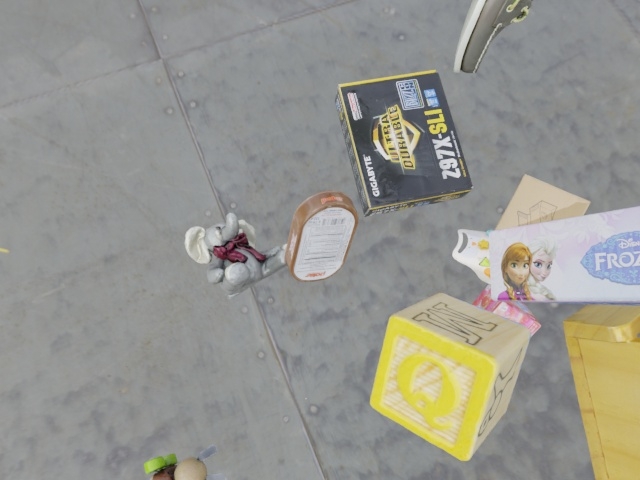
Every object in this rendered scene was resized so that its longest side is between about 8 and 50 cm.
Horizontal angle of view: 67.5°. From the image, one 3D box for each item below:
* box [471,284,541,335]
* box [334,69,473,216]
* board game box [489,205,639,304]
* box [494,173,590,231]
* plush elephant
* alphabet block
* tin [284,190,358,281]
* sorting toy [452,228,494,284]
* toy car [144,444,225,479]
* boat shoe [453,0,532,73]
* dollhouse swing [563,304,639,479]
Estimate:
[{"bbox_3d":[0.522,0.311,1.518,0.154,0.142,0.299,32,108,-8],"label":"box"},{"bbox_3d":[0.196,-0.237,1.159,0.257,0.079,0.321,-10,77,-9],"label":"box"},{"bbox_3d":[0.355,0.016,0.341,0.318,0.319,0.065,5,81,-25],"label":"board game box"},{"bbox_3d":[0.532,-0.039,1.176,0.165,0.021,0.201,29,102,19],"label":"box"},{"bbox_3d":[-0.279,0.029,1.549,0.272,0.330,0.255,-22,82,-38],"label":"plush elephant"},{"bbox_3d":[0.232,0.226,0.851,0.194,0.197,0.192,19,107,34],"label":"alphabet block"},{"bbox_3d":[0.000,0.000,0.803,0.106,0.189,0.040,-2,45,-18],"label":"tin"},{"bbox_3d":[0.235,0.013,0.705,0.075,0.044,0.083,15,63,10],"label":"sorting toy"},{"bbox_3d":[-0.352,0.636,1.294,0.189,0.149,0.155,-26,69,1],"label":"toy car"},{"bbox_3d":[0.293,-0.393,0.739,0.091,0.304,0.109,19,45,4],"label":"boat shoe"},{"bbox_3d":[0.632,0.281,0.816,0.315,0.305,0.346,-12,89,-41],"label":"dollhouse swing"}]
